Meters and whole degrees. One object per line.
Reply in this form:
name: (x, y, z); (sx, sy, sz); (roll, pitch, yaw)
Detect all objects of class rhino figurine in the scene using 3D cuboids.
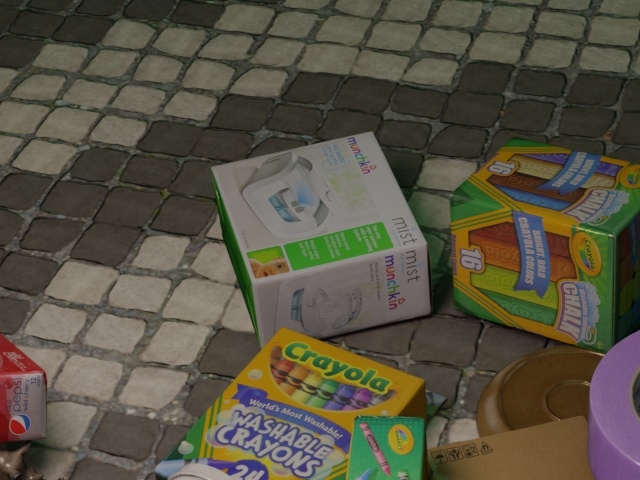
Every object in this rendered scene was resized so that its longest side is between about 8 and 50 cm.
rhino figurine: (-0.410, 0.264, 1.991); (0.243, 0.106, 0.073); (5, 41, 12)

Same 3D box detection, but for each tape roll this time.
tape roll: (0.431, 0.204, 1.902); (0.274, 0.090, 0.275); (-3, 38, 2)

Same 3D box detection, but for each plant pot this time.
plant pot: (0.302, 0.200, 2.058); (0.236, 0.032, 0.236); (-3, 40, 3)

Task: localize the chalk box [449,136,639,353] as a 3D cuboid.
chalk box: (0.326, 0.010, 2.143); (0.289, 0.180, 0.179); (15, 36, 31)

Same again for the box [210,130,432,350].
box: (0.000, 0.000, 2.261); (0.231, 0.127, 0.262); (-13, 39, -7)

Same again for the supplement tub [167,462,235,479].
supplement tub: (-0.161, 0.346, 1.837); (0.144, 0.144, 0.200); (19, 44, 26)

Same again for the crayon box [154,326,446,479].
crayon box: (-0.017, 0.223, 2.022); (0.203, 0.083, 0.323); (19, 44, 26)

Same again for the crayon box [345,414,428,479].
crayon box: (0.065, 0.337, 1.809); (0.081, 0.165, 0.278); (1, 39, 7)

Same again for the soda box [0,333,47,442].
soda box: (-0.405, 0.162, 2.049); (0.092, 0.083, 0.263); (-2, 12, -28)

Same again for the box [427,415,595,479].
box: (0.230, 0.285, 1.920); (0.201, 0.021, 0.164); (-10, 57, -17)
